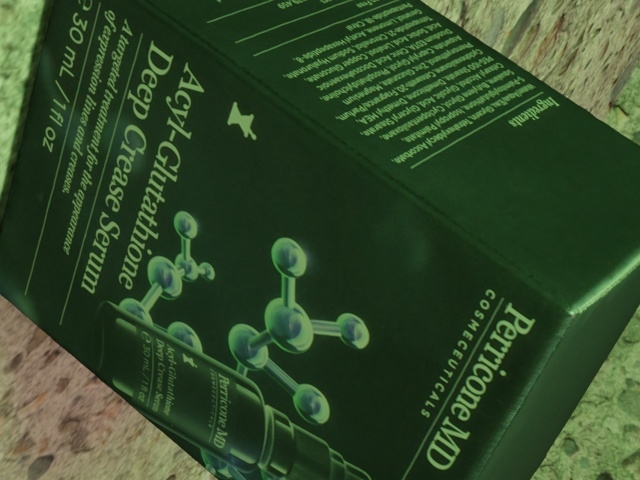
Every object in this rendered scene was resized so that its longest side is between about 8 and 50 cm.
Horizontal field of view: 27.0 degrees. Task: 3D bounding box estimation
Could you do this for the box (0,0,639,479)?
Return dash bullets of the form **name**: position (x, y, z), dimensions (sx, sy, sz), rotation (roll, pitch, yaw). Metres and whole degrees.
- **box**: position (0.000, 0.000, 0.916), dimensions (0.212, 0.395, 0.293), rotation (-32, 151, -48)
